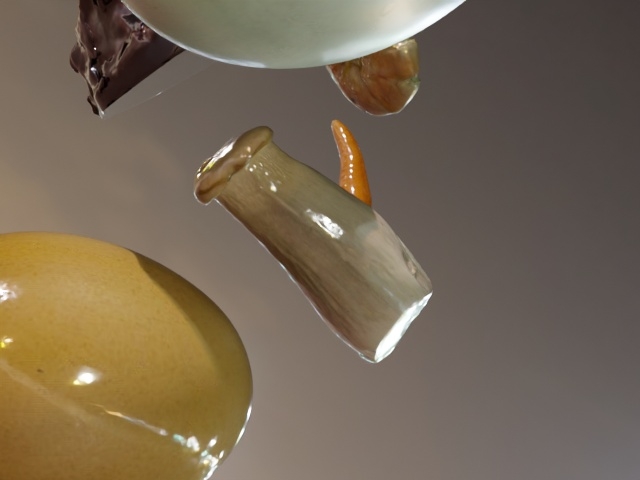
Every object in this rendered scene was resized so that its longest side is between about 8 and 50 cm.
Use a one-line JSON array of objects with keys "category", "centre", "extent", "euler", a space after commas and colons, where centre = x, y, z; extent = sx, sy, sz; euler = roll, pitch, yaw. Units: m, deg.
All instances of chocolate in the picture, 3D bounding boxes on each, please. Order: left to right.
[{"category": "chocolate", "centre": [-0.137, -0.224, 1.566], "extent": [0.177, 0.206, 0.224], "euler": [58, -5, 1]}]

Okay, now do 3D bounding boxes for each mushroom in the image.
[{"category": "mushroom", "centre": [0.006, 0.004, 1.585], "extent": [0.247, 0.096, 0.108], "euler": [44, -10, -23]}]

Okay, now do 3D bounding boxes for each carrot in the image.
[{"category": "carrot", "centre": [0.032, -0.068, 2.010], "extent": [0.035, 0.035, 0.142], "euler": [58, 20, -54]}]

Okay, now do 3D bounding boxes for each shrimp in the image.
[{"category": "shrimp", "centre": [0.028, -0.264, 2.255], "extent": [0.267, 0.061, 0.145], "euler": [57, -37, 8]}]

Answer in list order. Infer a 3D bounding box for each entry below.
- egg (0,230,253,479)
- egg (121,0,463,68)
[{"category": "egg", "centre": [-0.216, 0.118, 1.598], "extent": [0.322, 0.250, 0.250], "euler": [1, -10, -6]}, {"category": "egg", "centre": [0.016, -0.230, 1.137], "extent": [0.230, 0.371, 0.230], "euler": [21, -55, 33]}]
